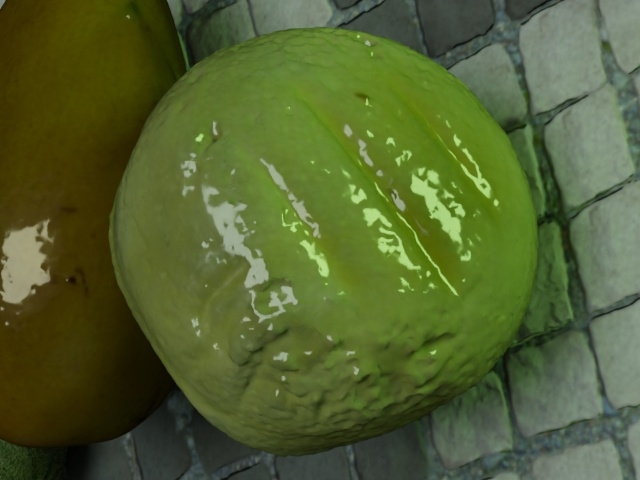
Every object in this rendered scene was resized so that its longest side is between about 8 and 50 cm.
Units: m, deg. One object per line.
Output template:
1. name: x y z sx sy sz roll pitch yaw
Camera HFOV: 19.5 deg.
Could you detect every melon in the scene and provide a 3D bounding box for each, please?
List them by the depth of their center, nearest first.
1. melon: -0.313 0.167 1.750 0.139 0.139 0.192 -50 58 22

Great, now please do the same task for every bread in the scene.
1. bread: 0.006 -0.006 1.405 0.237 0.320 0.321 -47 54 44

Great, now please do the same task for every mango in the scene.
1. mango: -0.214 -0.043 1.587 0.300 0.232 0.446 141 133 -65

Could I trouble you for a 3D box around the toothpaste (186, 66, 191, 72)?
1. toothpaste: -0.067 -0.094 1.655 0.194 0.043 0.067 38 105 32
